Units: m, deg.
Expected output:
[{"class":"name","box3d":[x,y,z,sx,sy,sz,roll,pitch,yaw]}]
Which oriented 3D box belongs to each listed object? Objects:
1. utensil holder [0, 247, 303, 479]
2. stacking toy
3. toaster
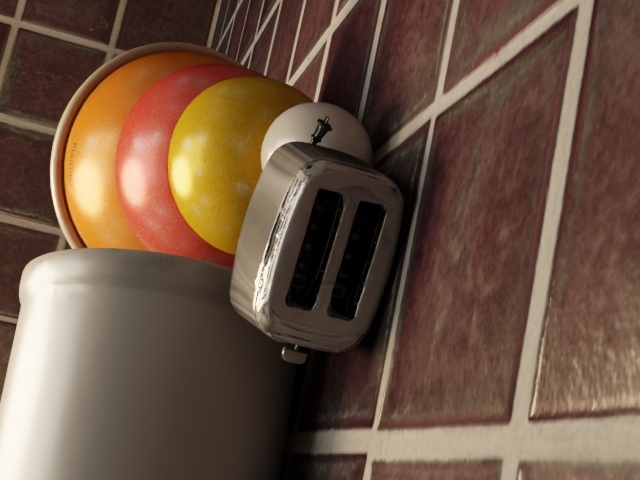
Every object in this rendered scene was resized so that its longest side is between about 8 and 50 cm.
[{"class":"utensil holder","box3d":[-0.200,0.244,1.283,0.327,0.328,0.385,132,148,-66]},{"class":"stacking toy","box3d":[-0.090,-0.078,1.399,0.480,0.351,0.350,5,80,60]},{"class":"toaster","box3d":[0.000,0.000,1.119,0.146,0.129,0.227,-142,69,-73]}]
